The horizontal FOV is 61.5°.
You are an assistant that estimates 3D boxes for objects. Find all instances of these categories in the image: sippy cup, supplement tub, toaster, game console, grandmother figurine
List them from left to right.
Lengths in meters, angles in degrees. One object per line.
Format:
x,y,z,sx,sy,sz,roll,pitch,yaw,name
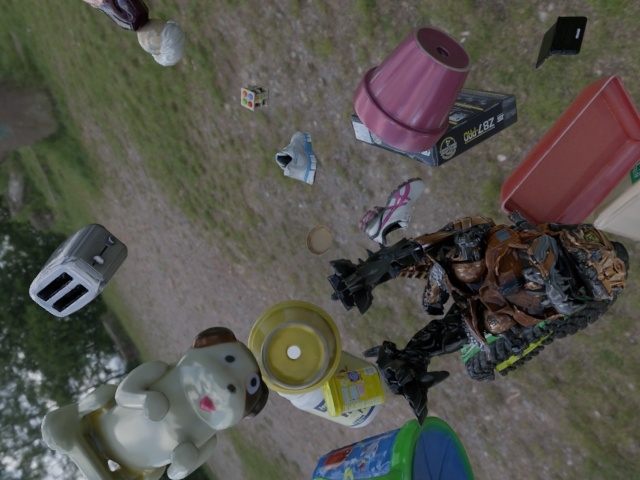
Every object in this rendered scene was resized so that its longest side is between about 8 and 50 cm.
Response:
-0.561,0.074,1.234,0.129,0.227,0.146,48,-156,-24,toaster
-0.408,-0.467,1.031,0.342,0.104,0.208,36,180,-29,grandmother figurine
0.032,0.484,1.841,0.325,0.235,0.235,29,170,-27,supplement tub
0.110,0.425,0.891,0.224,0.240,0.305,-22,112,34,sippy cup
0.631,-0.518,1.413,0.107,0.122,0.071,11,161,26,game console

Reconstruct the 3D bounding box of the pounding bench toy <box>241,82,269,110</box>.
-0.199,-0.411,1.524,0.083,0.065,0.052,32,133,29,pounding bench toy

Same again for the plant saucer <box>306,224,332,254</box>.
0.000,0.000,1.469,0.083,0.083,0.015,48,-165,29,plant saucer

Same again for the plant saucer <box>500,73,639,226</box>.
0.436,-0.127,0.929,0.259,0.258,0.047,23,-160,-45,plant saucer

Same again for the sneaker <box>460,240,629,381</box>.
0.373,0.105,0.949,0.343,0.134,0.146,-41,49,25,sneaker

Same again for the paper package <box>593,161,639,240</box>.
0.807,-0.125,1.140,0.324,0.310,0.168,110,173,-61,paper package

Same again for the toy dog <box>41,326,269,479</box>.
-0.317,0.386,1.226,0.284,0.408,0.395,59,-175,4,toy dog

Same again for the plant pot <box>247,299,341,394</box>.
-0.066,0.280,1.390,0.254,0.254,0.239,61,174,4,plant pot

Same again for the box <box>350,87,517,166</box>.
0.328,-0.367,1.622,0.395,0.318,0.097,32,148,52,box

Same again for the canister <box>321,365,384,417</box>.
0.100,0.461,1.652,0.073,0.170,0.126,123,135,-60,canister

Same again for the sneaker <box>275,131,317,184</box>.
-0.061,-0.197,1.213,0.190,0.083,0.071,-106,26,-55,sneaker

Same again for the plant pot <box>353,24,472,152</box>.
0.191,-0.305,1.052,0.201,0.201,0.180,54,139,18,plant pot

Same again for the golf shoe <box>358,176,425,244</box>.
0.179,-0.065,1.221,0.086,0.186,0.067,44,169,23,golf shoe

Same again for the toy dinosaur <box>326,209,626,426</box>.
0.137,0.047,0.526,0.164,0.218,0.322,56,169,13,toy dinosaur
